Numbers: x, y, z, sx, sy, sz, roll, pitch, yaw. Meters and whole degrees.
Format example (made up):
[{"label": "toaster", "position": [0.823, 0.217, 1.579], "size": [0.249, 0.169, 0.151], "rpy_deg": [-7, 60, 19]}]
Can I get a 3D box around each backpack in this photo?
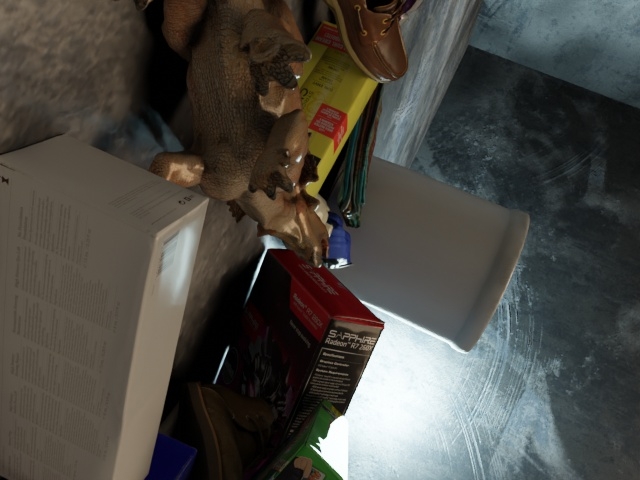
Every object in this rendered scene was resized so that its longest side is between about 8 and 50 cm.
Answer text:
[{"label": "backpack", "position": [0.000, 0.000, 1.027], "size": [0.120, 0.097, 0.101], "rpy_deg": [7, 78, -80]}]

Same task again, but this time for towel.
[{"label": "towel", "position": [0.077, -0.161, 0.981], "size": [0.370, 0.040, 0.272], "rpy_deg": [37, 64, -85]}]

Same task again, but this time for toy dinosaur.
[{"label": "toy dinosaur", "position": [-0.051, -0.106, 0.417], "size": [0.200, 0.127, 0.296], "rpy_deg": [-64, 162, -64]}]

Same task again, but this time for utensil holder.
[{"label": "utensil holder", "position": [0.203, 0.015, 1.294], "size": [0.328, 0.385, 0.328], "rpy_deg": [-62, 169, -20]}]

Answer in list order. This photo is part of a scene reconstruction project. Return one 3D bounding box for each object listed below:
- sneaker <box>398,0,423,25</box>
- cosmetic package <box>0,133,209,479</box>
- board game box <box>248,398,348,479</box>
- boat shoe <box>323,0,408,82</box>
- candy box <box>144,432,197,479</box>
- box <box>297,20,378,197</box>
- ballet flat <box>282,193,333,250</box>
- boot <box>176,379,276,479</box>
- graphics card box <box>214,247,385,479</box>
[{"label": "sneaker", "position": [0.040, -0.263, 0.732], "size": [0.098, 0.083, 0.224], "rpy_deg": [-3, 141, -35]}, {"label": "cosmetic package", "position": [-0.144, 0.066, 0.365], "size": [0.060, 0.098, 0.239], "rpy_deg": [-55, 166, -60]}, {"label": "board game box", "position": [-0.060, 0.260, 0.567], "size": [0.213, 0.046, 0.317], "rpy_deg": [-46, 171, -4]}, {"label": "boat shoe", "position": [0.052, -0.228, 0.592], "size": [0.178, 0.060, 0.064], "rpy_deg": [51, 57, -44]}, {"label": "candy box", "position": [-0.231, 0.338, 0.481], "size": [0.268, 0.122, 0.317], "rpy_deg": [-55, 165, -54]}, {"label": "box", "position": [-0.011, -0.132, 0.653], "size": [0.232, 0.087, 0.058], "rpy_deg": [-61, 169, -23]}, {"label": "ballet flat", "position": [-0.021, -0.035, 0.846], "size": [0.248, 0.086, 0.086], "rpy_deg": [72, 43, -76]}, {"label": "boot", "position": [-0.096, 0.207, 0.637], "size": [0.305, 0.115, 0.113], "rpy_deg": [170, -74, -77]}, {"label": "graphics card box", "position": [-0.065, 0.221, 0.848], "size": [0.233, 0.094, 0.371], "rpy_deg": [41, -67, 56]}]
